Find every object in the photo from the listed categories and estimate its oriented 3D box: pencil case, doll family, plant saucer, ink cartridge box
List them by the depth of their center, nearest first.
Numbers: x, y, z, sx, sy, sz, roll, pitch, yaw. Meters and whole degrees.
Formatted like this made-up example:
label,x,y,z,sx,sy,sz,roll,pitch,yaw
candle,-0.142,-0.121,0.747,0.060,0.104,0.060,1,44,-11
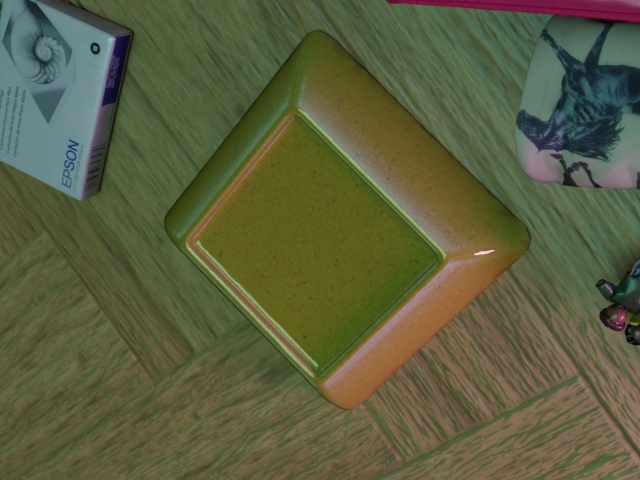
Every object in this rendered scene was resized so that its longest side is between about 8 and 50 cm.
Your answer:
label,x,y,z,sx,sy,sz,roll,pitch,yaw
pencil case,0.360,-0.103,0.811,0.410,0.183,0.160,11,102,33
doll family,0.357,0.083,0.966,0.193,0.076,0.111,34,114,8
plant saucer,0.000,0.000,1.100,0.333,0.081,0.333,45,120,4
ink cartridge box,-0.353,-0.192,1.218,0.224,0.045,0.223,25,117,16

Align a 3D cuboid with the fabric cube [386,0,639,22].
label,x,y,z,sx,sy,sz,roll,pitch,yaw
fabric cube,0.216,-0.312,0.787,0.258,0.259,0.254,10,110,21
